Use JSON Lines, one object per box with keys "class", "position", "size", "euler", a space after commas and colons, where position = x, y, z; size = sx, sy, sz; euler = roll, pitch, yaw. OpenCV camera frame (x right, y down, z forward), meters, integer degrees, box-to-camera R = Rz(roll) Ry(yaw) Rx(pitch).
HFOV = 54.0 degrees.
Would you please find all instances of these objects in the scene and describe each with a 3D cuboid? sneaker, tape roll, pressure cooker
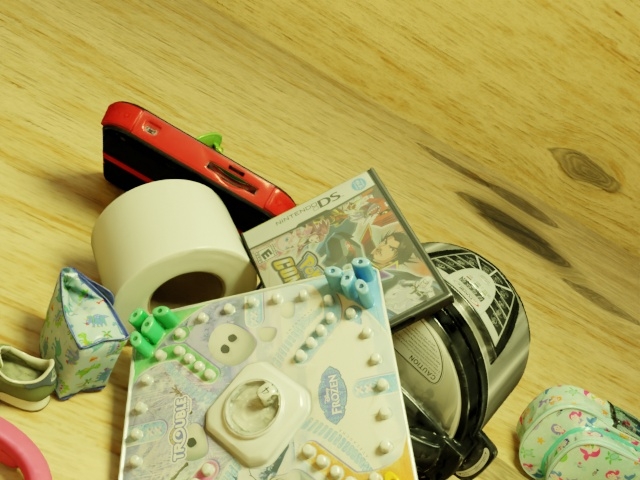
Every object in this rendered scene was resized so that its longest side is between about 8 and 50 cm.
{"class": "sneaker", "position": [-0.449, 0.165, 0.840], "size": [0.192, 0.086, 0.064], "euler": [22, 32, -22]}
{"class": "tape roll", "position": [-0.249, 0.040, 1.069], "size": [0.246, 0.246, 0.169], "euler": [7, 40, -40]}
{"class": "pressure cooker", "position": [0.149, 0.211, 1.110], "size": [0.420, 0.370, 0.375], "euler": [-17, 103, -54]}

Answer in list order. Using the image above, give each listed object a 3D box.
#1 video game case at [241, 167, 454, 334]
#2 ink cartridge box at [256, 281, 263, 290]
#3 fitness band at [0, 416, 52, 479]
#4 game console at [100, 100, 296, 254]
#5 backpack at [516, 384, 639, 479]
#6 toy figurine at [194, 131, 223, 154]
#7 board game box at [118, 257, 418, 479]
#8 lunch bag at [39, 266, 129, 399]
{"class": "video game case", "position": [0.031, 0.039, 0.977], "size": [0.274, 0.248, 0.035], "euler": [63, -1, 35]}
{"class": "ink cartridge box", "position": [0.042, 0.089, 1.364], "size": [0.371, 0.175, 0.069], "euler": [15, 35, -31]}
{"class": "fitness band", "position": [-0.452, 0.275, 0.711], "size": [0.291, 0.054, 0.209], "euler": [30, 30, -6]}
{"class": "game console", "position": [-0.248, -0.100, 1.232], "size": [0.387, 0.342, 0.060], "euler": [30, 70, -8]}
{"class": "backpack", "position": [0.547, 0.441, 1.322], "size": [0.254, 0.225, 0.191], "euler": [34, 24, 6]}
{"class": "toy figurine", "position": [-0.249, -0.157, 1.530], "size": [0.159, 0.130, 0.173], "euler": [56, 9, 10]}
{"class": "board game box", "position": [-0.089, 0.220, 0.827], "size": [0.050, 0.390, 0.389], "euler": [67, 13, -50]}
{"class": "lunch bag", "position": [-0.362, 0.134, 0.931], "size": [0.096, 0.128, 0.151], "euler": [-7, 48, -48]}
